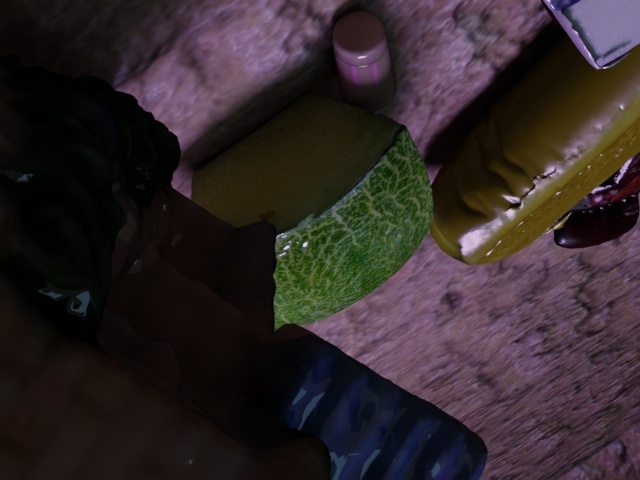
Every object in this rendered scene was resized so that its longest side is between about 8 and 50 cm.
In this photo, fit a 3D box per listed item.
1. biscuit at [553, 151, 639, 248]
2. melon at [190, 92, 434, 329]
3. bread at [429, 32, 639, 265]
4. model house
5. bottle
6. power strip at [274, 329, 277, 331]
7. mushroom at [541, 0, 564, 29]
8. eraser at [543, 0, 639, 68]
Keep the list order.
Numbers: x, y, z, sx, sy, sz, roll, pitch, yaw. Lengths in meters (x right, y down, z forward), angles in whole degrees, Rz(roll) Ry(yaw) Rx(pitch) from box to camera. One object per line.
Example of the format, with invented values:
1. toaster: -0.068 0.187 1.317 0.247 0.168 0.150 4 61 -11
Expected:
1. biscuit: 0.347 -0.091 2.046 0.151 0.063 0.235 -10 145 -52
2. melon: 0.000 0.000 1.597 0.196 0.124 0.323 -28 159 0
3. bread: 0.240 -0.127 1.714 0.383 0.112 0.166 -44 162 24
4. model house: -0.094 0.154 1.111 0.395 0.400 0.445 -55 180 -6
5. bottle: 0.032 -0.135 1.455 0.045 0.045 0.096 -33 158 -7
6. power strip: -0.121 0.133 1.783 0.256 0.070 0.105 -14 154 -43
7. mushroom: 0.222 -0.254 1.386 0.194 0.138 0.231 2 129 -36
8. eraser: 0.151 -0.238 1.196 0.130 0.086 0.287 -33 137 9
